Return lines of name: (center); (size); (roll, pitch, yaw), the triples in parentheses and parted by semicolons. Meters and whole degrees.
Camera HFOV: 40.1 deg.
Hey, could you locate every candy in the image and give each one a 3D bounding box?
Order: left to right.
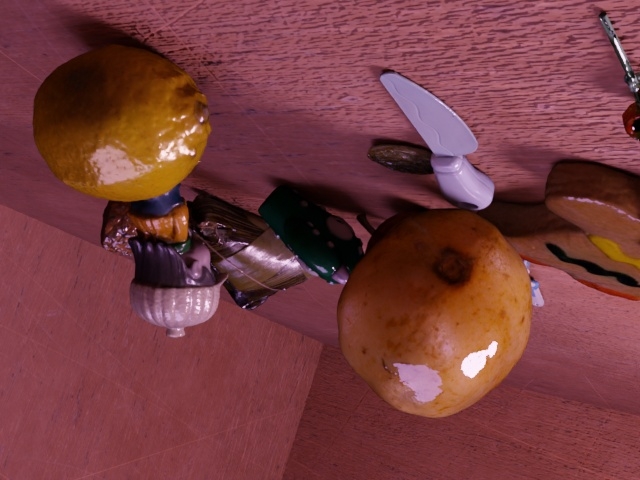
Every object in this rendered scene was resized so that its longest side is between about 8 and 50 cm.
candy: (0.280, -0.143, 0.784); (0.056, 0.049, 0.185); (0, 152, 37)

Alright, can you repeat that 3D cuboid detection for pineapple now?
pineapple: (-0.327, -0.016, 2.058); (0.365, 0.165, 0.165); (12, 171, -17)

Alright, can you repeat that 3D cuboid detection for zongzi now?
zongzi: (-0.109, -0.010, 1.866); (0.318, 0.154, 0.289); (-19, 140, 14)

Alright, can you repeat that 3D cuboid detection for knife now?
knife: (0.158, -0.118, 1.088); (0.080, 0.044, 0.331); (8, 161, 26)

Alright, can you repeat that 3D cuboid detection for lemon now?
lemon: (-0.257, -0.151, 1.135); (0.260, 0.204, 0.204); (-3, 160, 25)

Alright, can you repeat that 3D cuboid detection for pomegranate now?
pomegranate: (0.165, 0.096, 1.229); (0.307, 0.307, 0.307); (17, 168, 4)

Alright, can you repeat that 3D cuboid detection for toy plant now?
toy plant: (0.000, 0.002, 1.578); (0.243, 0.112, 0.232); (46, -166, 26)

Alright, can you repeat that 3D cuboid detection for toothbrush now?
toothbrush: (0.396, 0.087, 1.663); (0.040, 0.040, 0.386); (13, 168, 22)

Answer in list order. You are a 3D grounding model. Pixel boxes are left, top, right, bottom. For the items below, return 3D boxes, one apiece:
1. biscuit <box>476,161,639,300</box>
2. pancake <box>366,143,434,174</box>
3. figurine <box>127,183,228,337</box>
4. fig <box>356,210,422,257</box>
biscuit: (0.405, 0.010, 1.204); (0.368, 0.076, 0.394); (21, 168, -17)
pancake: (0.115, -0.111, 1.209); (0.108, 0.017, 0.108); (14, 167, 3)
figurine: (-0.303, 0.021, 1.681); (0.185, 0.204, 0.332); (11, 133, 45)
fig: (0.161, 0.045, 1.496); (0.204, 0.186, 0.249); (2, 180, -14)
